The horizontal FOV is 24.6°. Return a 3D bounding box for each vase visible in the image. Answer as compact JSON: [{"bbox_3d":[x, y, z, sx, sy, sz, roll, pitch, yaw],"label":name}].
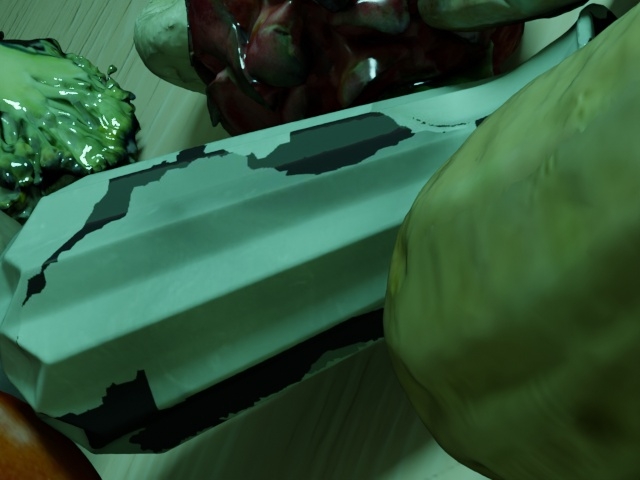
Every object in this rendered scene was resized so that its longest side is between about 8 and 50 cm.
[{"bbox_3d":[0.000,0.000,0.761,0.360,0.165,0.165,-20,39,26],"label":"vase"}]

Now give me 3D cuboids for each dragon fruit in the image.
[{"bbox_3d":[-0.002,-0.167,0.897,0.234,0.234,0.293,-49,64,10],"label":"dragon fruit"}]

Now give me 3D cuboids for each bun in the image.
[{"bbox_3d":[-0.042,-0.191,1.133,0.231,0.133,0.231,-43,18,18],"label":"bun"}]

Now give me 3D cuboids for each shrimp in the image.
[{"bbox_3d":[0.149,-0.147,0.756,0.143,0.052,0.251,-7,20,36],"label":"shrimp"}]

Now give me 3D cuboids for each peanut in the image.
[{"bbox_3d":[0.166,-0.020,0.510,0.192,0.169,0.387,-20,-14,-39],"label":"peanut"}]

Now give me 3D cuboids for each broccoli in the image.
[{"bbox_3d":[-0.306,-0.084,1.343,0.242,0.273,0.180,-49,-14,-50],"label":"broccoli"}]

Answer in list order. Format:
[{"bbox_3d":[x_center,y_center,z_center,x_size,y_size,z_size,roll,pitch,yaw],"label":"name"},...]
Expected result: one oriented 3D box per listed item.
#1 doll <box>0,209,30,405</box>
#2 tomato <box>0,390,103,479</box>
[{"bbox_3d":[-0.335,0.124,1.123,0.379,0.252,0.382,-56,20,-5],"label":"doll"},{"bbox_3d":[-0.262,0.229,0.779,0.293,0.325,0.290,-37,71,24],"label":"tomato"}]
